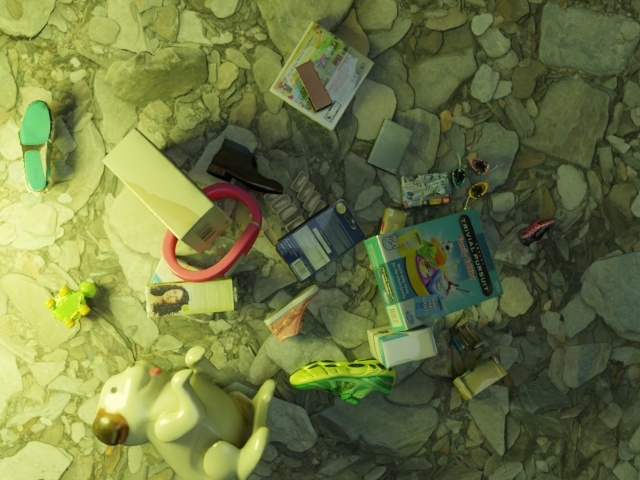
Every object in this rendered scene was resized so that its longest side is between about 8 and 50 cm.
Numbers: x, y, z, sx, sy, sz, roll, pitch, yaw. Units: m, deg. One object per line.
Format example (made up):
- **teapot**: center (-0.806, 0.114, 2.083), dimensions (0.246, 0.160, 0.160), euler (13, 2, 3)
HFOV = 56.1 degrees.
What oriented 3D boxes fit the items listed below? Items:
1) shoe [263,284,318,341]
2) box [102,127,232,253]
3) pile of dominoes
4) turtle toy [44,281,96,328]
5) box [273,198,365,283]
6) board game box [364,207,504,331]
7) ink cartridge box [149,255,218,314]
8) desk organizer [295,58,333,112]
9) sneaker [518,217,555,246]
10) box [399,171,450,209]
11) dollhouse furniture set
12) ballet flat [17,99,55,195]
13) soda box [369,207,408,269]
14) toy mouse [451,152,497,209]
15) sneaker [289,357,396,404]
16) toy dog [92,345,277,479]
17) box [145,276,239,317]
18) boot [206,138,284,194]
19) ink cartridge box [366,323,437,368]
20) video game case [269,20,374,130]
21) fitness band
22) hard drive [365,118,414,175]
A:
- **shoe**: center (-0.063, 0.201, 1.654), dimensions (0.178, 0.063, 0.081), euler (-37, 98, 0)
- **box**: center (-0.380, -0.124, 1.499), dimensions (0.311, 0.148, 0.121), euler (42, 86, 19)
- **pile of dominoes**: center (-0.060, -0.044, 1.668), dimensions (0.196, 0.040, 0.251), euler (-36, 104, -6)
- **turtle toy**: center (-0.643, 0.160, 1.566), dimensions (0.130, 0.066, 0.095), euler (-43, 99, -5)
- **box**: center (0.000, 0.000, 1.648), dimensions (0.225, 0.036, 0.136), euler (-34, 104, -5)
- **board game box**: center (0.311, 0.074, 1.624), dimensions (0.335, 0.079, 0.254), euler (-16, 85, -25)
- **ink cartridge box**: center (-0.354, 0.118, 1.607), dimensions (0.181, 0.061, 0.104), euler (24, 89, -8)
- **desk organizer**: center (-0.019, -0.415, 1.619), dimensions (0.050, 0.047, 0.130), euler (-27, 96, -3)
- **sneaker**: center (0.637, -0.023, 1.757), dimensions (0.119, 0.047, 0.057), euler (-28, 110, -2)
- **box**: center (0.297, -0.141, 1.708), dimensions (0.136, 0.027, 0.094), euler (-6, 91, -8)
- **dollhouse furniture set**: center (0.415, 0.340, 1.710), dimensions (0.129, 0.129, 0.184), euler (-32, 72, -5)
- **ballet flat**: center (-0.721, -0.234, 1.536), dimensions (0.091, 0.077, 0.241), euler (3, 89, -9)
- **soda box**: center (0.190, 0.002, 1.681), dimensions (0.058, 0.061, 0.182), euler (15, 90, -9)
- **toy mouse**: center (0.427, -0.192, 1.723), dimensions (0.161, 0.031, 0.143), euler (-40, 97, -5)
- **sneaker**: center (0.062, 0.396, 1.651), dimensions (0.295, 0.109, 0.124), euler (-1, 99, -2)
- **toy dog**: center (-0.362, 0.452, 1.542), dimensions (0.407, 0.285, 0.395), euler (26, 118, -9)
- **box**: center (-0.329, 0.146, 1.551), dimensions (0.232, 0.058, 0.088), euler (-6, 93, -9)
- **boot**: center (-0.187, -0.196, 1.597), dimensions (0.219, 0.082, 0.106), euler (19, 82, 8)
- **ink cartridge box**: center (0.216, 0.276, 1.629), dimensions (0.139, 0.190, 0.082), euler (-14, 93, -8)
- **video game case**: center (0.005, -0.452, 1.657), dimensions (0.206, 0.026, 0.227), euler (32, 88, -8)
- **fitness band**: center (-0.281, -0.020, 1.562), dimensions (0.209, 0.054, 0.291), euler (30, 71, 14)
- **hard drive**: center (0.196, -0.262, 1.692), dimensions (0.094, 0.022, 0.135), euler (23, 89, -8)
